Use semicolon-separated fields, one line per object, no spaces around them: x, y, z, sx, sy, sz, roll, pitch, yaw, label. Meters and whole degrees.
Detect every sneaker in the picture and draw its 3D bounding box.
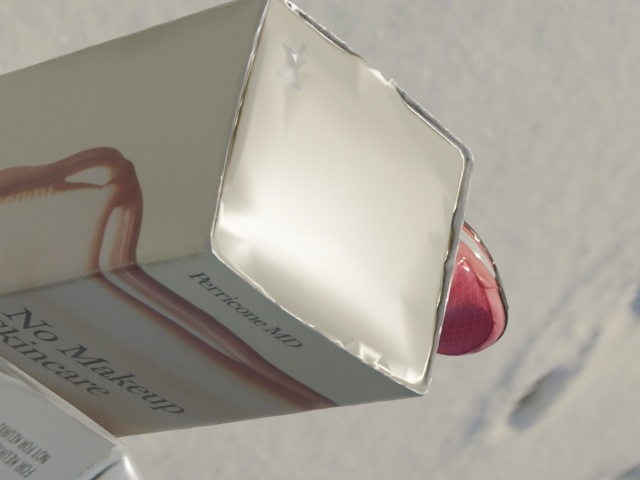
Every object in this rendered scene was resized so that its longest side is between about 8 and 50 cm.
0.025;0.020;1.520;0.116;0.136;0.314;-30;127;30;sneaker

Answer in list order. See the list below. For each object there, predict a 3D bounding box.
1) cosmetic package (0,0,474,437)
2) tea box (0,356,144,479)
-0.097;0.005;0.917;0.296;0.129;0.153;-13;144;40;cosmetic package
-0.156;0.231;0.508;0.323;0.220;0.329;-40;126;-22;tea box
